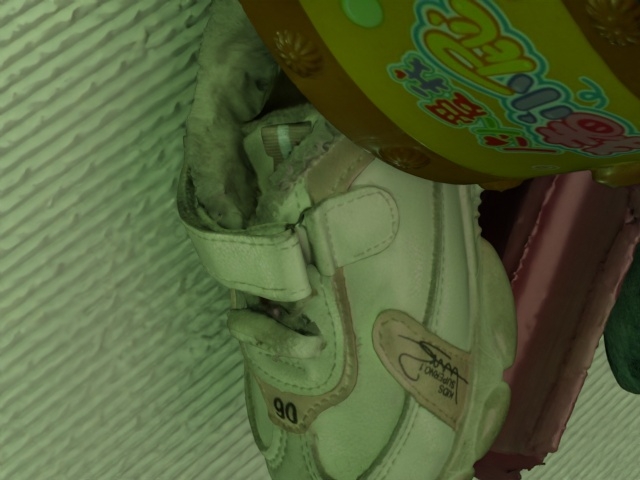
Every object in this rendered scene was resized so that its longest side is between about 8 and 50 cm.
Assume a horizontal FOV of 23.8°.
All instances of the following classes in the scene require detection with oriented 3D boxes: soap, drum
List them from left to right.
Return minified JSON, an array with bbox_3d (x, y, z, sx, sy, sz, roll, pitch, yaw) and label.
[{"bbox_3d":[0.141,0.049,1.049,0.099,0.162,0.250,20,95,-8],"label":"soap"},{"bbox_3d":[0.135,-0.243,0.783,0.431,0.214,0.431,11,75,-47],"label":"drum"}]

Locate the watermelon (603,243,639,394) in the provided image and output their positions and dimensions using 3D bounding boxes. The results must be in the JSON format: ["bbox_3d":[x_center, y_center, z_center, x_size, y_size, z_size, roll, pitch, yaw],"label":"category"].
[{"bbox_3d":[0.266,-0.008,1.147,0.175,0.322,0.188,-24,94,10],"label":"watermelon"}]

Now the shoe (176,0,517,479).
[{"bbox_3d":[-0.002,0.001,0.894,0.198,0.172,0.351,7,86,-49],"label":"shoe"}]
